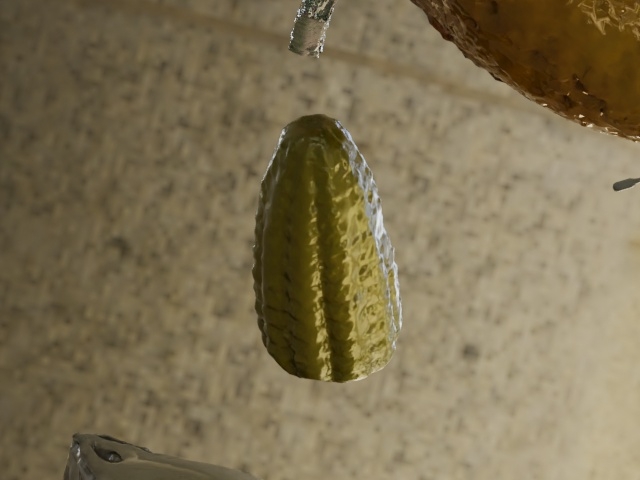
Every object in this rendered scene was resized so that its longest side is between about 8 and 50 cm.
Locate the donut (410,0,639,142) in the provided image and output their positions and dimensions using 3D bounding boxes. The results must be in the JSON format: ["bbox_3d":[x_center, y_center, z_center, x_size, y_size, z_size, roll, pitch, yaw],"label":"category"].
[{"bbox_3d":[0.200,-0.266,1.118,0.377,0.435,0.163,33,18,-18],"label":"donut"}]

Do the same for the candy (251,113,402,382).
[{"bbox_3d":[0.000,0.000,1.284,0.094,0.106,0.199,7,-46,15],"label":"candy"}]

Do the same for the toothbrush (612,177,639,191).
[{"bbox_3d":[0.292,-0.058,1.537,0.131,0.011,0.013,-16,-8,1],"label":"toothbrush"}]

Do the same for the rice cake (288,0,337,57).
[{"bbox_3d":[-0.007,-0.197,1.776,0.033,0.033,0.207,13,-5,-3],"label":"rice cake"}]

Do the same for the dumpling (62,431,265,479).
[{"bbox_3d":[-0.093,0.300,1.484,0.341,0.260,0.181,16,14,18],"label":"dumpling"}]
